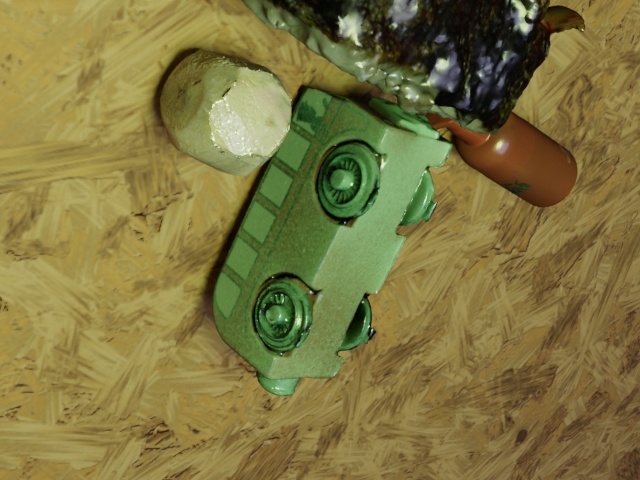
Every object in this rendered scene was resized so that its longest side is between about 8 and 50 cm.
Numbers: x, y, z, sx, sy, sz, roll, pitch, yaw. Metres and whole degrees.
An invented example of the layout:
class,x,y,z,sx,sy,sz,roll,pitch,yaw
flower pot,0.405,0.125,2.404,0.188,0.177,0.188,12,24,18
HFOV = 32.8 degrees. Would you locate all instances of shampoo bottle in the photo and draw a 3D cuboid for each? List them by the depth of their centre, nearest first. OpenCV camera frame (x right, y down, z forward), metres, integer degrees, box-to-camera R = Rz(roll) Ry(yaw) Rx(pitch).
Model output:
class,x,y,z,sx,sy,sz,roll,pitch,yaw
shampoo bottle,0.207,-0.108,1.256,0.244,0.085,0.085,21,108,-46

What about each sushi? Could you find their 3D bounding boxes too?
class,x,y,z,sx,sy,sz,roll,pitch,yaw
sushi,0.093,-0.213,0.978,0.343,0.196,0.182,15,118,-46

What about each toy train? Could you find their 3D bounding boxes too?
class,x,y,z,sx,sy,sz,roll,pitch,yaw
toy train,0.000,0.000,1.107,0.129,0.159,0.326,7,114,-47

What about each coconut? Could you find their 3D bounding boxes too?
class,x,y,z,sx,sy,sz,roll,pitch,yaw
coconut,-0.076,-0.112,0.978,0.124,0.110,0.110,16,111,-41
